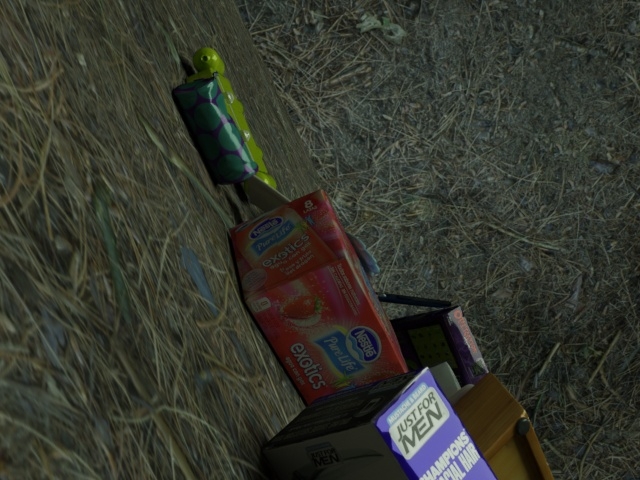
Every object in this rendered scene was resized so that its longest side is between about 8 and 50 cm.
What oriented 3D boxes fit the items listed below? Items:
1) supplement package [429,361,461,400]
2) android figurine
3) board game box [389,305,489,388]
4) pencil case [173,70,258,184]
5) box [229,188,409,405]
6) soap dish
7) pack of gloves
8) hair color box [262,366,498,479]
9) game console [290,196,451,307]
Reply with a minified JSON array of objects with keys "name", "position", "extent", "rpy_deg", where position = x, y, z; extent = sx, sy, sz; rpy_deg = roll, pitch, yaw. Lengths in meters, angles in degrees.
[{"name":"supplement package","position":[0.151,0.327,1.812],"extent":[0.149,0.194,0.203],"rpy_deg":[59,9,-61]},{"name":"android figurine","position":[-0.139,-0.177,1.845],"extent":[0.273,0.056,0.248],"rpy_deg":[18,49,-85]},{"name":"board game box","position":[0.160,0.232,2.043],"extent":[0.347,0.056,0.208],"rpy_deg":[-18,-87,57]},{"name":"pencil case","position":[-0.141,-0.151,1.641],"extent":[0.151,0.064,0.070],"rpy_deg":[66,29,-16]},{"name":"box","position":[0.006,0.101,1.613],"extent":[0.154,0.142,0.300],"rpy_deg":[-108,173,-50]},{"name":"soap dish","position":[0.184,0.350,1.567],"extent":[0.118,0.291,0.229],"rpy_deg":[15,-43,50]},{"name":"pack of gloves","position":[0.000,0.000,1.747],"extent":[0.232,0.046,0.195],"rpy_deg":[33,-26,17]},{"name":"hair color box","position":[0.109,0.307,1.207],"extent":[0.110,0.185,0.339],"rpy_deg":[-40,100,-40]},{"name":"game console","position":[0.058,0.025,1.969],"extent":[0.250,0.173,0.293],"rpy_deg":[66,-11,-3]}]
